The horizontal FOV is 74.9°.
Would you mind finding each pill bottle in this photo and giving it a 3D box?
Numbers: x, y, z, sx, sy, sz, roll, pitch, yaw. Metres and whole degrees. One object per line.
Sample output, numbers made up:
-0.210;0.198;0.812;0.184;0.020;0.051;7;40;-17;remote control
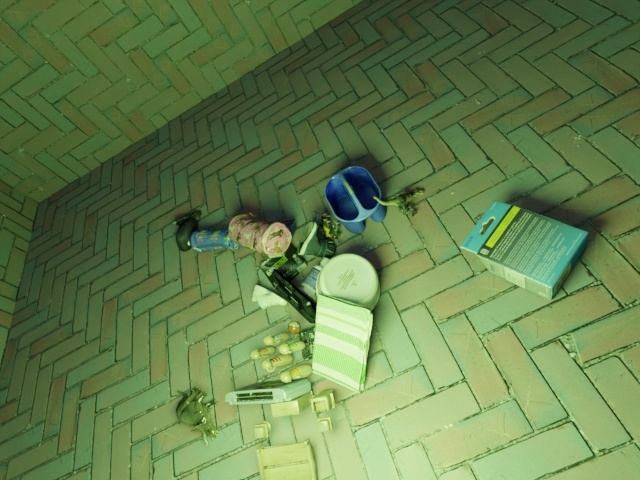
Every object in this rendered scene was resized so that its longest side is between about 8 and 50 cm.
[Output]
-0.005;0.173;1.834;0.111;0.112;0.187;25;73;38;pill bottle

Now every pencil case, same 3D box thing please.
-0.298;-0.035;2.023;0.386;0.159;0.167;17;108;51;pencil case
-0.562;0.002;2.241;0.305;0.120;0.133;-3;36;27;pencil case

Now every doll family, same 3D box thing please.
0.016;-0.063;2.001;0.075;0.112;0.193;-14;35;-28;doll family

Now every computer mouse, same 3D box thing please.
-0.790;-0.060;2.438;0.188;0.072;0.273;-21;51;14;computer mouse

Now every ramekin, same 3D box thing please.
0.114;0.176;1.696;0.272;0.127;0.273;0;64;0;ramekin

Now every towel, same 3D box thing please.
0.074;0.385;1.582;0.247;0.038;0.326;12;103;35;towel

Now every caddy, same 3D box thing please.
0.159;-0.199;1.955;0.241;0.179;0.342;-30;50;6;caddy

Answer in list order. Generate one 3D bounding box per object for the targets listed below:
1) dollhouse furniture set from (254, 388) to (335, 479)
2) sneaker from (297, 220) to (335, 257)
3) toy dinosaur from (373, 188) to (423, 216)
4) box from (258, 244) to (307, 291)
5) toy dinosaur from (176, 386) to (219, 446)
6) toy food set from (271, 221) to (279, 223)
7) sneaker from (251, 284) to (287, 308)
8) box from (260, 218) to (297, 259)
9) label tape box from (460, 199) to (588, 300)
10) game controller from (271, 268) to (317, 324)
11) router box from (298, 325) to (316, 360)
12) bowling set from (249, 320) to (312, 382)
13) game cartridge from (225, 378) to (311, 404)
-0.057;0.749;1.517;0.302;0.174;0.356;-14;79;14;dollhouse furniture set
0.000;-0.001;1.886;0.163;0.226;0.086;11;54;-13;sneaker
0.364;-0.164;1.853;0.267;0.064;0.118;-12;58;-30;toy dinosaur
-0.181;0.121;2.008;0.190;0.045;0.184;-40;50;-2;box
-0.541;0.707;1.757;0.313;0.121;0.160;18;55;31;toy dinosaur
-0.278;-0.061;2.201;0.122;0.019;0.078;0;59;19;toy food set
-0.237;0.277;1.923;0.212;0.080;0.094;15;79;42;sneaker
-0.198;-0.008;2.066;0.136;0.036;0.226;-10;44;36;box
0.741;0.024;1.539;0.347;0.115;0.249;30;76;41;label tape box
-0.105;0.237;1.791;0.067;0.167;0.319;-32;39;-22;game controller
-0.035;0.423;1.729;0.092;0.038;0.123;-23;51;13;router box
-0.164;0.420;1.667;0.286;0.154;0.200;10;96;40;bowling set
-0.194;0.578;1.602;0.293;0.196;0.060;-15;74;29;game cartridge
